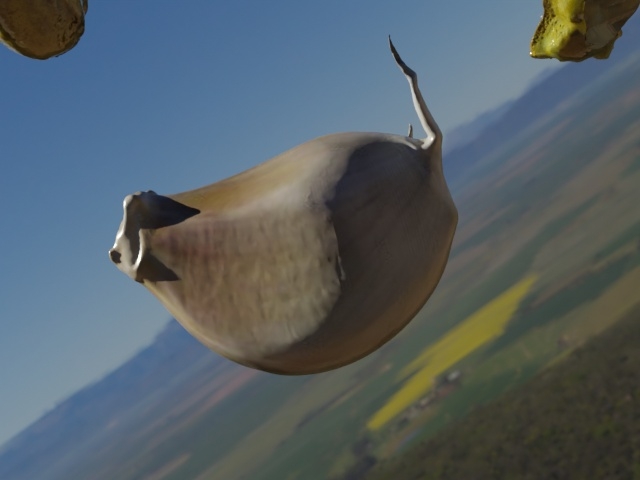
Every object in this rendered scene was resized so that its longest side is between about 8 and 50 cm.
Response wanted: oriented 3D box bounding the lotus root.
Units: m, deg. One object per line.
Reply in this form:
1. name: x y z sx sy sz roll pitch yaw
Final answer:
1. lotus root: -0.395 -0.354 1.692 0.154 0.154 0.278 -35 -41 -12

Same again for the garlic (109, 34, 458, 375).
1. garlic: 0.000 0.000 1.286 0.340 0.246 0.231 -30 -8 13

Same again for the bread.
1. bread: 0.424 -0.371 2.031 0.161 0.088 0.233 -15 -47 -28
